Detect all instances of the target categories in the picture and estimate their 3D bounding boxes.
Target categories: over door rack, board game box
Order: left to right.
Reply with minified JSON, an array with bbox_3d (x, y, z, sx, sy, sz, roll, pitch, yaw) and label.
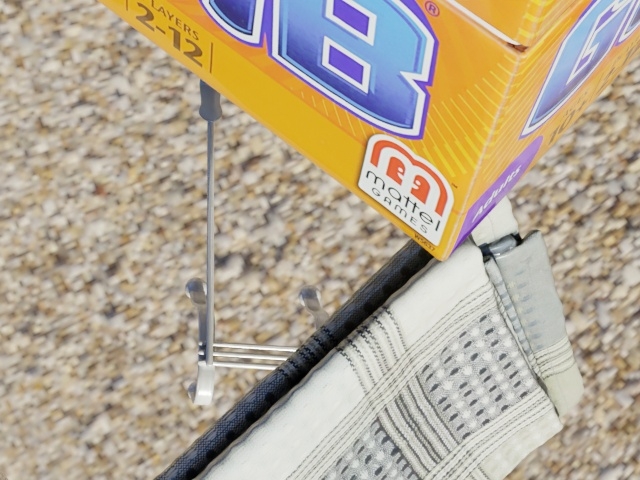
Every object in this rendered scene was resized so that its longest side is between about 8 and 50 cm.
[{"bbox_3d":[0.000,0.000,1.433,0.108,0.240,0.324,134,138,-72],"label":"over door rack"},{"bbox_3d":[0.058,-0.289,0.758,0.356,0.356,0.356,37,152,14],"label":"board game box"}]

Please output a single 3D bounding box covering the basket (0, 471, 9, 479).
[{"bbox_3d":[-0.304,0.189,0.788,0.266,0.331,0.328,66,168,-12],"label":"basket"}]

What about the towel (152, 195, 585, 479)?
[{"bbox_3d":[0.055,0.144,1.071,0.056,0.324,0.312,39,167,37],"label":"towel"}]
